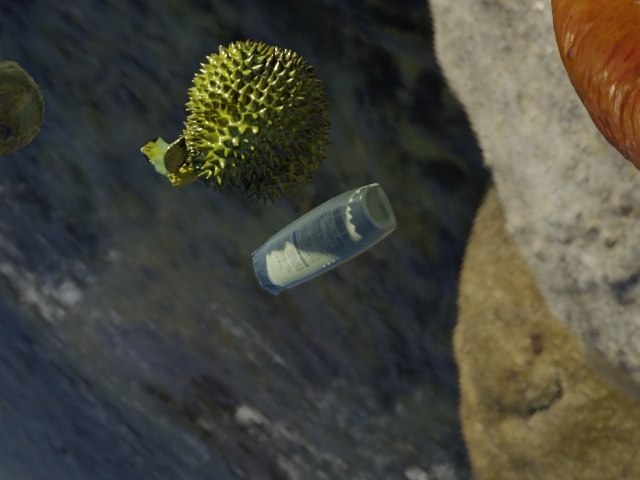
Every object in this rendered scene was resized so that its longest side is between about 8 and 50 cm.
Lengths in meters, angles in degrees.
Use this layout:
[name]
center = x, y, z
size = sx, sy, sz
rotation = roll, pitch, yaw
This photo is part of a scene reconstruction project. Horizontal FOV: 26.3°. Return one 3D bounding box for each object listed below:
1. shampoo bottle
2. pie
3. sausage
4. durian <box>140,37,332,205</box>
[shampoo bottle]
center = 0.000, 0.000, 1.575
size = 0.212, 0.049, 0.072
rotation = -28, 85, 46
[pie]
center = -0.403, -0.136, 1.575
size = 0.041, 0.187, 0.187
rotation = 58, 167, 26
[sausage]
center = 0.161, -0.069, 0.567
size = 0.302, 0.076, 0.102
rotation = -110, 23, -73
[durian]
center = -0.064, -0.117, 1.368
size = 0.146, 0.159, 0.198
rotation = 31, -162, 15
